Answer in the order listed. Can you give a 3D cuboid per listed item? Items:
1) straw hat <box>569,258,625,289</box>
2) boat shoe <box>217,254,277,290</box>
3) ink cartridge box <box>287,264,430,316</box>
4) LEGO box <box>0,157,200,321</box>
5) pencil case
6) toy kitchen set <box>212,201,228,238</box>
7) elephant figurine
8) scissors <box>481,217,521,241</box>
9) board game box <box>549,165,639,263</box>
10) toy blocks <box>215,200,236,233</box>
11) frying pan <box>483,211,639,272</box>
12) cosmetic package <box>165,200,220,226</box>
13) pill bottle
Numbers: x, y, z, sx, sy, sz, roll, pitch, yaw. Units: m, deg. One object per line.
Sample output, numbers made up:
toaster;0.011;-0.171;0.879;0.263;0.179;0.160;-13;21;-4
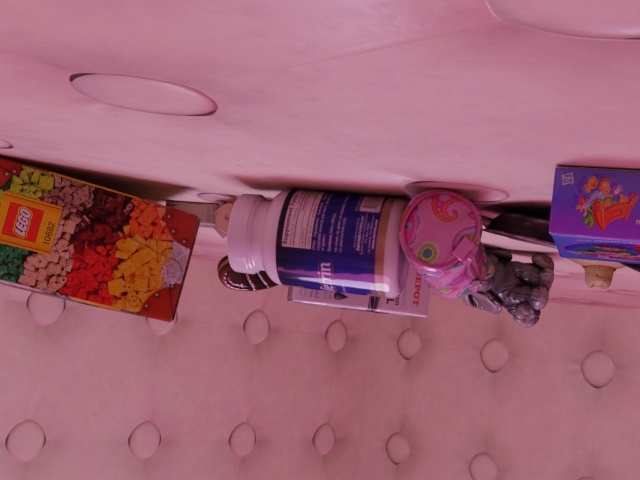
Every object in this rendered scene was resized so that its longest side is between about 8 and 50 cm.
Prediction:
straw hat;0.583;0.071;1.787;0.145;0.061;0.144;6;174;1
boat shoe;-0.077;0.021;1.604;0.258;0.095;0.095;-15;-146;-19
ink cartridge box;0.073;0.036;1.479;0.237;0.171;0.100;8;174;-8
LEGO box;-0.479;0.010;1.590;0.373;0.193;0.500;16;171;-20
pencil case;0.192;0.013;1.275;0.124;0.124;0.284;5;168;15
toy kitchen set;-0.155;-0.044;1.608;0.083;0.075;0.068;47;143;-10
elephant figurine;0.363;0.075;1.813;0.240;0.186;0.169;16;-141;9
scissors;0.286;-0.022;1.410;0.297;0.021;0.109;8;174;-20
board game box;0.450;-0.015;0.978;0.347;0.078;0.233;5;175;19
toy blocks;-0.105;-0.039;1.538;0.123;0.054;0.148;15;-168;18
frying pan;0.357;0.002;1.201;0.197;0.053;0.326;12;-178;-17
cosmetic package;-0.241;-0.050;1.661;0.115;0.041;0.060;5;174;20
pill bottle;0.000;0.000;1.308;0.265;0.153;0.153;6;174;14
